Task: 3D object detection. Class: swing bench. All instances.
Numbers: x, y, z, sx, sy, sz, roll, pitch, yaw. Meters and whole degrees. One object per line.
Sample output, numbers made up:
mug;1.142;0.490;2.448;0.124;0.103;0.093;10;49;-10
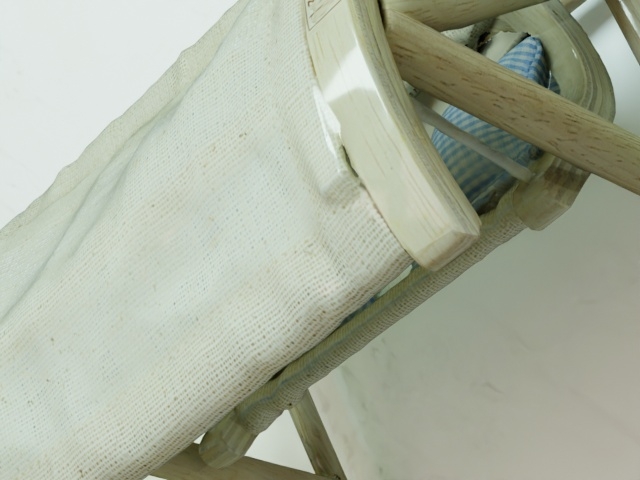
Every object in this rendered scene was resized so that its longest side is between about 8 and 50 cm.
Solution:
swing bench;0.000;0.000;0.618;0.253;0.254;0.165;-38;66;33
